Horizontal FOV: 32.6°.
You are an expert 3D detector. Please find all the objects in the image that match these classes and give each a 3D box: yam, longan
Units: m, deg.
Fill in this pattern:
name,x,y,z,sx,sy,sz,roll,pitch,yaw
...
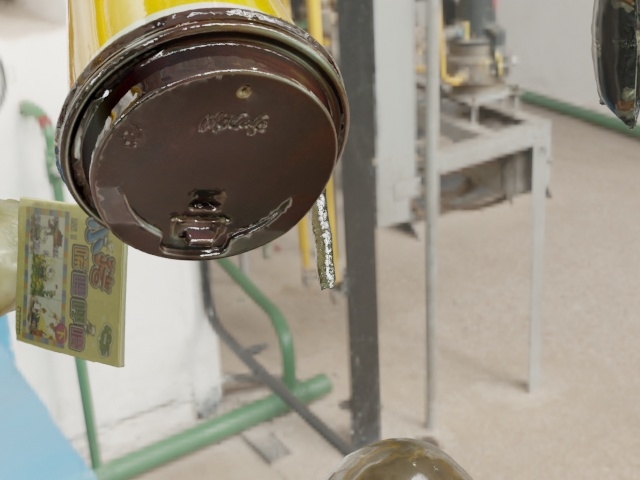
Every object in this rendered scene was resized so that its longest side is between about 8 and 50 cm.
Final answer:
name,x,y,z,sx,sy,sz,roll,pitch,yaw
yam,0.000,0.000,1.311,0.033,0.129,0.027,-17,-21,30
longan,0.129,0.454,1.690,0.297,0.297,0.297,-3,24,1

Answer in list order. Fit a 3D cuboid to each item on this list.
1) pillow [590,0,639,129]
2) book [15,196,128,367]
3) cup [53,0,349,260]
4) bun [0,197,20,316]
name,x,y,z,sx,sy,sz,roll,pitch,yaw
pillow,0.264,-0.181,0.970,0.048,0.150,0.090,1,23,15
book,-0.275,0.042,1.201,0.192,0.168,0.013,7,6,40
cup,-0.098,-0.135,0.780,0.196,0.196,0.279,-9,49,-12
bun,-0.515,0.034,1.392,0.365,0.219,0.365,-20,11,4
